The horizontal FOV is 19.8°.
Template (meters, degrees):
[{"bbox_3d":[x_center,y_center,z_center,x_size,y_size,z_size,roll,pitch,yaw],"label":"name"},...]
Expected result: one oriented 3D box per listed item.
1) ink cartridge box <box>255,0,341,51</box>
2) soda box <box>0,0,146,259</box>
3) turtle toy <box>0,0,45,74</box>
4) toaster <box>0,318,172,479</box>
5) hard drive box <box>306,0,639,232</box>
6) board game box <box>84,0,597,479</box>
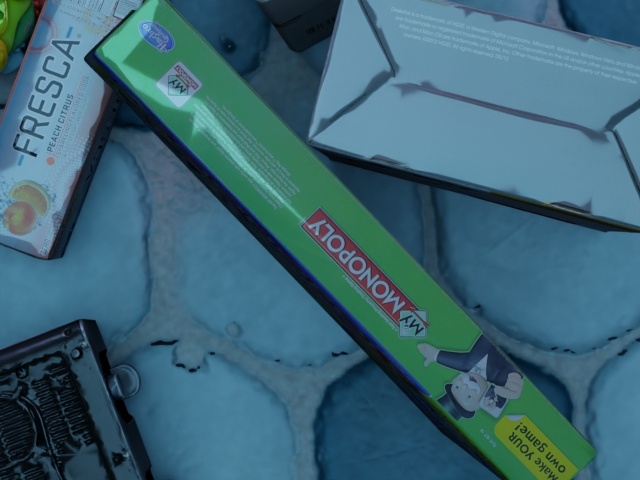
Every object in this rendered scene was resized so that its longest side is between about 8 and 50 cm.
[{"bbox_3d":[0.023,-0.189,1.014,0.159,0.218,0.092,-29,89,3],"label":"ink cartridge box"},{"bbox_3d":[-0.154,-0.082,1.102,0.058,0.063,0.183,22,91,1],"label":"soda box"},{"bbox_3d":[-0.200,-0.153,1.102,0.095,0.066,0.130,24,92,28],"label":"turtle toy"},{"bbox_3d":[-0.182,0.152,1.082,0.186,0.110,0.168,-22,89,3],"label":"toaster"},{"bbox_3d":[0.095,-0.068,1.004,0.181,0.232,0.089,15,92,4],"label":"hard drive box"},{"bbox_3d":[0.000,0.000,0.990,0.046,0.213,0.317,-44,99,-2],"label":"board game box"}]
